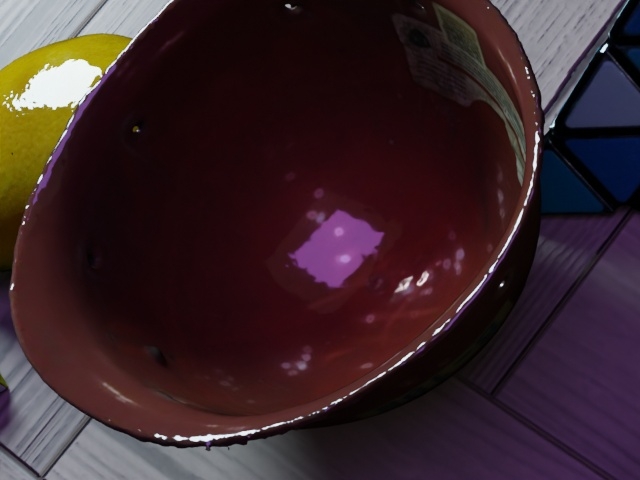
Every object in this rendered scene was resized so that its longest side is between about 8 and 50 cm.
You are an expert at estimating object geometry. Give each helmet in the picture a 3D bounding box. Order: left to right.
[{"bbox_3d":[0.000,0.000,1.169,0.385,0.230,0.337,-41,60,4],"label":"helmet"}]

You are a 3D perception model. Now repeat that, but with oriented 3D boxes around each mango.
[{"bbox_3d":[-0.205,-0.073,1.309,0.254,0.139,0.175,-14,56,15],"label":"mango"}]

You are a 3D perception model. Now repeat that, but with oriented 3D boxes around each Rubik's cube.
[{"bbox_3d":[0.255,-0.144,1.267,0.250,0.284,0.234,-31,34,37],"label":"Rubik's cube"}]

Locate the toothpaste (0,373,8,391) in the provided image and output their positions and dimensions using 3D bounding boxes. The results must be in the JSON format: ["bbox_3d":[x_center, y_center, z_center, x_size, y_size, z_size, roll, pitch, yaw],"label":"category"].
[{"bbox_3d":[-0.314,0.060,1.333,0.043,0.037,0.178,-37,62,0],"label":"toothpaste"}]
